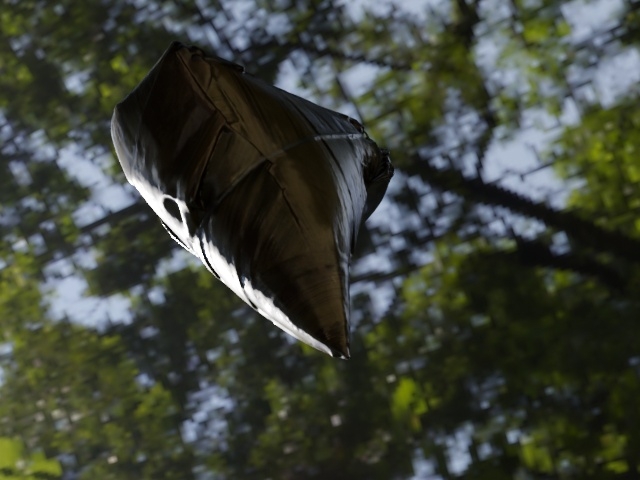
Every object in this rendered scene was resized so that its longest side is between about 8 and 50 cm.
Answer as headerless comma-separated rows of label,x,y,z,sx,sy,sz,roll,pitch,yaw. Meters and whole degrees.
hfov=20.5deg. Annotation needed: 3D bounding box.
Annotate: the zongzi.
zongzi,0.000,0.000,1.376,0.286,0.138,0.300,17,-152,-55
